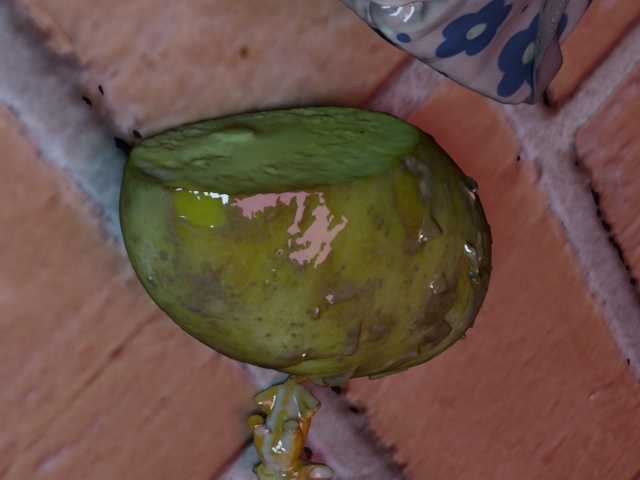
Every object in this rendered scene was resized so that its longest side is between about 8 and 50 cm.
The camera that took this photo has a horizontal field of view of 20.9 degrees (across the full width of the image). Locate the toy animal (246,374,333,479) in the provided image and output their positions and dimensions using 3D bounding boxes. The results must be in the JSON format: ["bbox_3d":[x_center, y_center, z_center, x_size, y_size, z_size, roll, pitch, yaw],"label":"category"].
[{"bbox_3d":[-0.023,0.143,1.238,0.083,0.060,0.081,78,22,-44],"label":"toy animal"}]

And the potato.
[{"bbox_3d":[0.000,0.000,1.073,0.298,0.141,0.176,14,98,-50],"label":"potato"}]

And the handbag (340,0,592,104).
[{"bbox_3d":[0.110,-0.212,0.998,0.251,0.190,0.193,-48,145,3],"label":"handbag"}]
